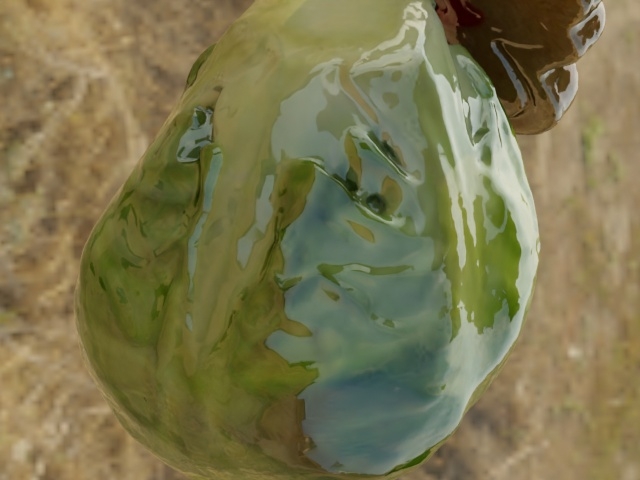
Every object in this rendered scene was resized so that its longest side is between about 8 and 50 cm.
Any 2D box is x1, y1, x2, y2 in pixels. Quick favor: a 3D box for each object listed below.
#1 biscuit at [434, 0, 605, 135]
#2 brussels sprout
[{"bbox_3d":[0.057,-0.128,1.037,0.186,0.295,0.044,47,71,-6],"label":"biscuit"},{"bbox_3d":[0.000,0.000,0.968,0.210,0.219,0.271,-47,151,-55],"label":"brussels sprout"}]
